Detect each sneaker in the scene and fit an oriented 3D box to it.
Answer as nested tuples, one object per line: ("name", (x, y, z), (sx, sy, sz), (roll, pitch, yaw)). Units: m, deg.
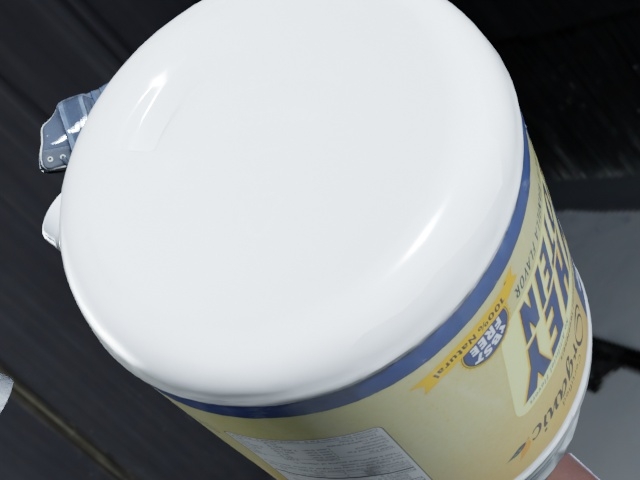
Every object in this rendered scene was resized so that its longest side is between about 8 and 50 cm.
("sneaker", (-0.248, -0.079, 1.301), (0.163, 0.226, 0.086), (-21, 2, -6))

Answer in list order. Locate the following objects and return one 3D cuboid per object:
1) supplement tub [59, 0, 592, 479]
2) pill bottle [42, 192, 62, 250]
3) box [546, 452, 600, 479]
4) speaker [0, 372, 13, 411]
("supplement tub", (0.027, 0.029, 0.598), (0.228, 0.316, 0.228), (-11, 59, 18))
("pill bottle", (-0.179, 0.015, 1.015), (0.094, 0.169, 0.094), (-52, -16, -22))
("box", (0.061, 0.304, 0.825), (0.381, 0.191, 0.143), (-4, 25, -22))
("speaker", (-0.416, 0.152, 1.191), (0.055, 0.136, 0.055), (-43, 29, 31))
